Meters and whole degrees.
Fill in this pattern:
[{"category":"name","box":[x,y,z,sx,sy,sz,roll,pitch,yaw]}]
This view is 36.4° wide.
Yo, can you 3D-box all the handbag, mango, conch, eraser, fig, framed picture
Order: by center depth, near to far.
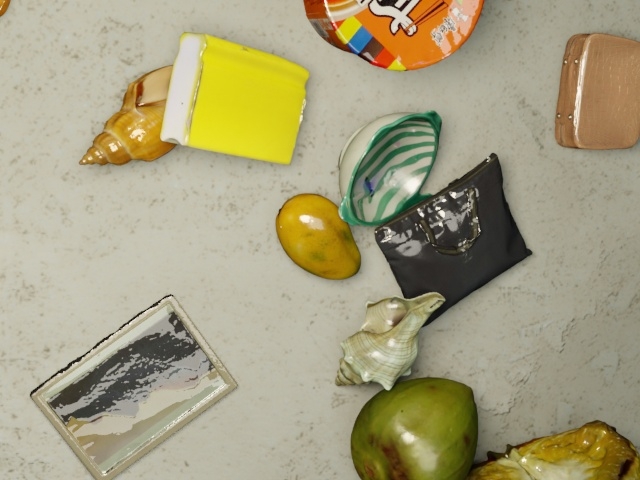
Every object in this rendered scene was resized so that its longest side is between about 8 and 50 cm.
[{"category":"eraser","box":[-0.120,-0.201,1.412,0.226,0.069,0.158,6,100,-48]},{"category":"conch","box":[-0.218,-0.197,1.432,0.330,0.093,0.109,-38,91,-29]},{"category":"framed picture","box":[-0.288,0.232,1.515,0.265,0.018,0.192,-36,107,-8]},{"category":"mango","box":[-0.005,-0.001,1.519,0.111,0.089,0.163,-10,123,20]},{"category":"conch","box":[0.109,0.162,1.579,0.234,0.137,0.114,-46,131,5]},{"category":"fig","box":[0.167,0.321,1.587,0.225,0.203,0.203,-32,108,-28]},{"category":"handbag","box":[0.221,0.002,1.595,0.254,0.088,0.211,-31,118,-13]},{"category":"handbag","box":[0.479,-0.249,1.642,0.151,0.072,0.193,1,97,-17]}]

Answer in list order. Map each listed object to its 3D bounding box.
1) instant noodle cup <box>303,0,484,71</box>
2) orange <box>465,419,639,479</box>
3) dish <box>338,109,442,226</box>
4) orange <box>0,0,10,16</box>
[{"category":"instant noodle cup","box":[0.089,-0.374,1.432,0.250,0.192,0.250,-3,100,-17]},{"category":"orange","box":[0.378,0.459,1.619,0.368,0.271,0.210,-16,95,-19]},{"category":"dish","box":[0.096,-0.116,1.524,0.224,0.078,0.246,-47,147,-9]},{"category":"orange","box":[-0.466,-0.343,1.334,0.086,0.062,0.086,-4,116,-9]}]
